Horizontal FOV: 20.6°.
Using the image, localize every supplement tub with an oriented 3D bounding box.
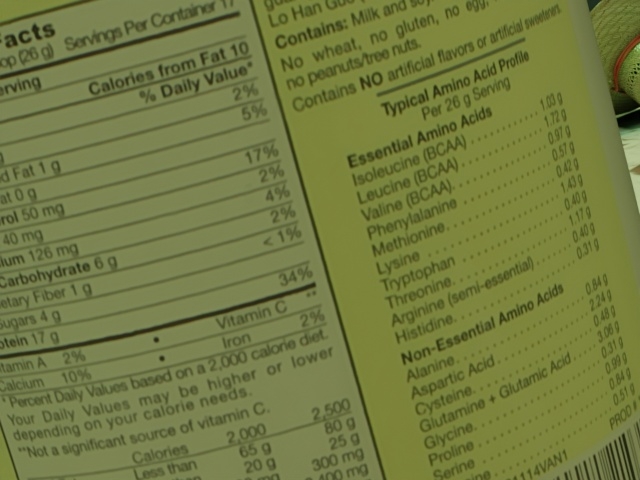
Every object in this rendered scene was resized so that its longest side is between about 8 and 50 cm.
[{"bbox_3d":[-0.030,-0.022,0.523,0.235,0.324,0.235,-15,11,3],"label":"supplement tub"}]

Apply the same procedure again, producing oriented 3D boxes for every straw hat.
[{"bbox_3d":[0.246,-0.123,1.274,0.144,0.144,0.061,-20,53,-19],"label":"straw hat"}]

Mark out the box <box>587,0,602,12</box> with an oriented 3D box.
[{"bbox_3d":[0.159,-0.217,1.575,0.343,0.178,0.312,-20,13,-18],"label":"box"}]
